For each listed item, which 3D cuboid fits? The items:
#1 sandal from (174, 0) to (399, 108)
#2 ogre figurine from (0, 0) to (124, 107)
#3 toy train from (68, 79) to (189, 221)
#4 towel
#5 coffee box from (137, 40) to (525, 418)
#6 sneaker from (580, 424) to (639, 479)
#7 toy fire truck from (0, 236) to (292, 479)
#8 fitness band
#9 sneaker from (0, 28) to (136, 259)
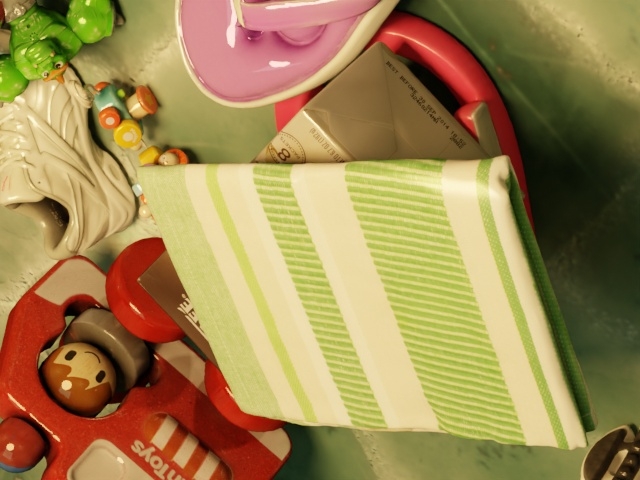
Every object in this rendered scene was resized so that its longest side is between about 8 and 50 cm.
[{"bbox_3d":[0.005,-0.234,1.272,0.416,0.102,0.169,-36,83,40],"label":"sandal"},{"bbox_3d":[-0.257,-0.197,1.507,0.118,0.197,0.097,53,169,-31],"label":"ogre figurine"},{"bbox_3d":[-0.153,-0.080,1.525,0.046,0.125,0.166,-32,86,9],"label":"toy train"},{"bbox_3d":[0.032,0.044,1.288,0.325,0.038,0.248,0,124,38],"label":"towel"},{"bbox_3d":[0.000,0.000,1.392,0.168,0.119,0.297,46,139,-1],"label":"coffee box"},{"bbox_3d":[0.353,0.245,1.404,0.292,0.110,0.118,19,139,36],"label":"sneaker"},{"bbox_3d":[-0.173,0.161,1.607,0.302,0.254,0.169,41,136,-1],"label":"toy fire truck"},{"bbox_3d":[0.068,-0.052,1.427,0.209,0.054,0.291,7,124,36],"label":"fitness band"},{"bbox_3d":[-0.264,-0.085,1.597,0.090,0.115,0.232,-17,110,43],"label":"sneaker"}]
